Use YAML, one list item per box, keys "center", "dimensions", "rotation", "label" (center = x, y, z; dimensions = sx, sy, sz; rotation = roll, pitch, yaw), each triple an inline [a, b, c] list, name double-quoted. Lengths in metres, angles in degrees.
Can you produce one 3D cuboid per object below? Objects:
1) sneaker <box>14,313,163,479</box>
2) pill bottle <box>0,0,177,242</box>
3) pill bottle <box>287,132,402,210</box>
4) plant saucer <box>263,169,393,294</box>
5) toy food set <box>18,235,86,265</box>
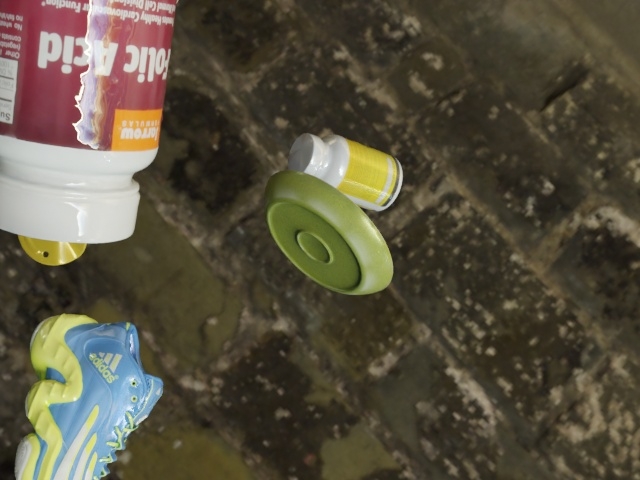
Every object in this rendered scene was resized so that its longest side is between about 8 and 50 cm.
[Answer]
- center: [-0.216, 0.180, 0.854]
  dimensions: [0.091, 0.126, 0.240]
  rotation: [73, -170, -69]
  label: "sneaker"
- center: [-0.300, -0.208, 1.095]
  dimensions: [0.224, 0.224, 0.392]
  rotation: [23, 109, 47]
  label: "pill bottle"
- center: [0.041, -0.119, 1.500]
  dimensions: [0.184, 0.103, 0.103]
  rotation: [16, 178, -34]
  label: "pill bottle"
- center: [0.000, 0.000, 1.338]
  dimensions: [0.241, 0.037, 0.241]
  rotation: [32, 150, 21]
  label: "plant saucer"
- center: [-0.470, -0.067, 1.600]
  dimensions: [0.071, 0.128, 0.218]
  rotation: [-68, -19, -84]
  label: "toy food set"
